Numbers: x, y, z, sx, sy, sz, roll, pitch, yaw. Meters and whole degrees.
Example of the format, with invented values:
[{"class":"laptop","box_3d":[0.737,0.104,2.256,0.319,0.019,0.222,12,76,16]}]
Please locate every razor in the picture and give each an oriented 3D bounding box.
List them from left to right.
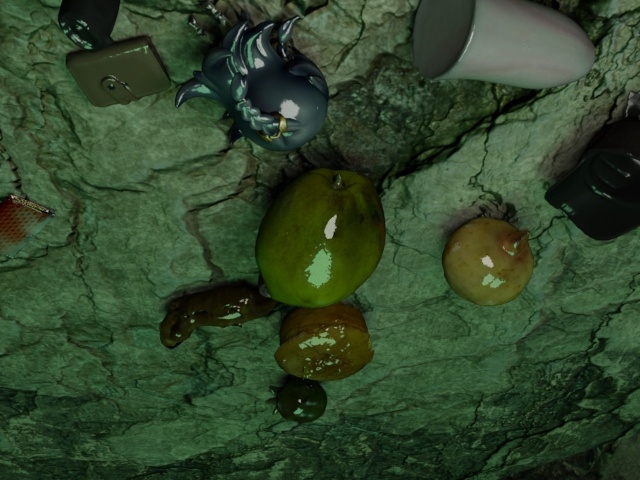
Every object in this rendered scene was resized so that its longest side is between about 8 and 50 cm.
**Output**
[{"class":"razor","box_3d":[-0.332,-0.348,1.131,0.054,0.147,0.090,-16,144,24]}]

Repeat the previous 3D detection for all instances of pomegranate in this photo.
[{"class":"pomegranate","box_3d":[-0.076,0.487,2.383,0.152,0.130,0.191,16,162,-36]},{"class":"pomegranate","box_3d":[0.373,0.050,1.746,0.207,0.207,0.207,-3,145,-2]}]

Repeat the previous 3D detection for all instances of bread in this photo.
[{"class":"bread","box_3d":[0.009,0.265,2.054,0.269,0.145,0.268,-6,143,-5]}]

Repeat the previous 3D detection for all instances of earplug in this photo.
[{"class":"earplug","box_3d":[0.319,-0.321,1.264,0.301,0.172,0.172,5,144,-26]}]

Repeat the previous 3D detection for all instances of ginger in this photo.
[{"class":"ginger","box_3d":[-0.265,0.179,1.928,0.310,0.107,0.133,-18,129,12]}]

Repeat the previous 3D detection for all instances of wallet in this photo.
[{"class":"wallet","box_3d":[-0.655,-0.026,1.656,0.103,0.020,0.196,25,135,-36]},{"class":"wallet","box_3d":[-0.339,-0.281,1.321,0.153,0.038,0.118,-14,142,10]}]

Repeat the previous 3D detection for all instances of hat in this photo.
[{"class":"hat","box_3d":[0.614,-0.155,1.550,0.238,0.208,0.336,36,150,-17]}]

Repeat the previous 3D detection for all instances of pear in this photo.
[{"class":"pear","box_3d":[0.000,0.000,1.589,0.269,0.269,0.321,8,124,-18]}]

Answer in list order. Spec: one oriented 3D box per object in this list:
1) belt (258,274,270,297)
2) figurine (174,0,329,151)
[{"class":"belt","box_3d":[-0.036,0.107,1.899,0.232,0.053,0.071,1,137,-8]},{"class":"figurine","box_3d":[-0.105,-0.256,1.284,0.265,0.196,0.175,16,165,-33]}]
